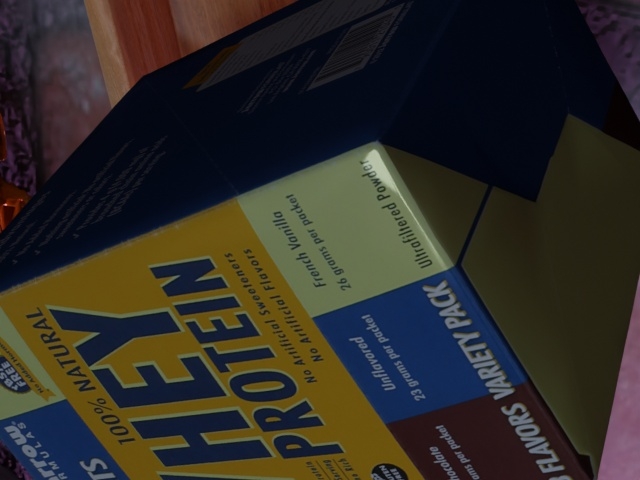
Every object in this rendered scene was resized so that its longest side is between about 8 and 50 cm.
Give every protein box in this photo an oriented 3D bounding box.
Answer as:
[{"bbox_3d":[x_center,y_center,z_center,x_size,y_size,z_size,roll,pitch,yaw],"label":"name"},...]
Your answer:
[{"bbox_3d":[0.000,0.000,0.509,0.201,0.200,0.136,-20,114,32],"label":"protein box"}]

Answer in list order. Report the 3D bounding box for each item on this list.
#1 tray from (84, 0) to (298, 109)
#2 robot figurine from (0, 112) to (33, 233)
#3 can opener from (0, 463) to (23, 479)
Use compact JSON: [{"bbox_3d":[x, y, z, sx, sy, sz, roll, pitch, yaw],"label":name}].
[{"bbox_3d":[0.022,0.020,0.691,0.202,0.076,0.411,3,124,19],"label":"tray"},{"bbox_3d":[-0.215,-0.074,0.645,0.085,0.211,0.291,-8,128,5],"label":"robot figurine"},{"bbox_3d":[-0.328,0.117,0.912,0.283,0.076,0.095,39,161,-9],"label":"can opener"}]
